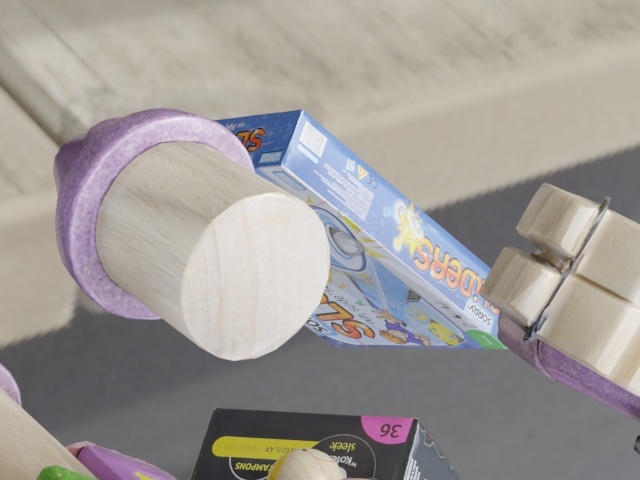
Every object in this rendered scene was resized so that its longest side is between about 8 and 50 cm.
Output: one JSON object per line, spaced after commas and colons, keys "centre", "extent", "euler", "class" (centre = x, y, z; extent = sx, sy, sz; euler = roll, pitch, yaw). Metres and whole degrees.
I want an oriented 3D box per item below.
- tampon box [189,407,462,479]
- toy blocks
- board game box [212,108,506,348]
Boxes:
{"centre": [0.014, 0.169, 0.894], "extent": [0.161, 0.120, 0.101], "euler": [56, 42, -46], "class": "tampon box"}
{"centre": [-0.064, 0.082, 0.559], "extent": [0.289, 0.260, 0.309], "euler": [27, 92, -41], "class": "toy blocks"}
{"centre": [0.000, 0.000, 0.944], "extent": [0.201, 0.136, 0.035], "euler": [38, 62, -38], "class": "board game box"}
